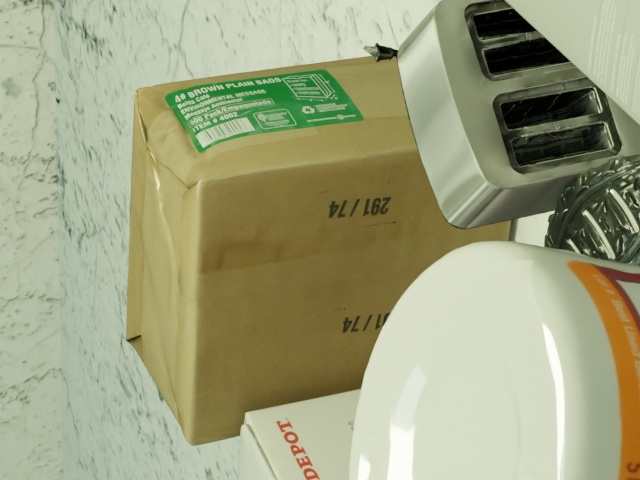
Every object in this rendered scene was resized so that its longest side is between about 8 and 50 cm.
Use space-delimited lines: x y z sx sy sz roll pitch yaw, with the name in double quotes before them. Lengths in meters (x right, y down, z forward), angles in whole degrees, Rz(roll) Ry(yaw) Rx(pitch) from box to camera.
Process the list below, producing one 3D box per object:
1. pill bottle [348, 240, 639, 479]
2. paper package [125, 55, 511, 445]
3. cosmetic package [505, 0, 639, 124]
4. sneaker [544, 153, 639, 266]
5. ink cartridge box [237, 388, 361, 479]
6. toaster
"pill bottle" 0.233 0.138 1.032 0.224 0.392 0.224 -31 53 55
"paper package" 0.000 0.000 1.706 0.168 0.325 0.309 -128 35 -49
"cosmetic package" 0.228 -0.180 1.315 0.238 0.127 0.107 -127 33 -52
"sneaker" 0.230 0.028 1.438 0.271 0.108 0.100 111 142 -48
"ink cartridge box" 0.086 0.233 1.657 0.201 0.278 0.117 -121 30 -43
"toaster" 0.153 -0.109 1.458 0.110 0.185 0.168 127 129 -68
